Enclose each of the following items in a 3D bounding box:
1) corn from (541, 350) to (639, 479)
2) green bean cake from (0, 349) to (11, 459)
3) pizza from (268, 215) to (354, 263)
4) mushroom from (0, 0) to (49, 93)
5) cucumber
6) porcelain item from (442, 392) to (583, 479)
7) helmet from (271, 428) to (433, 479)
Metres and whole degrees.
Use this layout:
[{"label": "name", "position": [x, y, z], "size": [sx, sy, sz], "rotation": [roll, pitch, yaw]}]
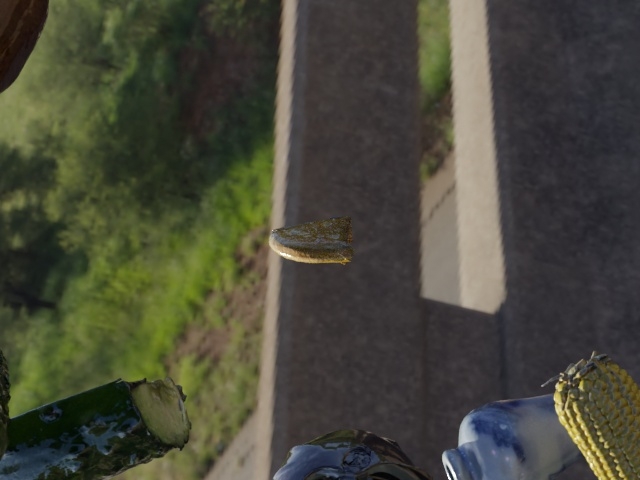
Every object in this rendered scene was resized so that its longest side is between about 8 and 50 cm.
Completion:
[{"label": "corn", "position": [0.389, 0.282, 1.408], "size": [0.305, 0.106, 0.106], "rotation": [60, 147, 8]}, {"label": "green bean cake", "position": [-0.484, 0.156, 1.123], "size": [0.218, 0.319, 0.335], "rotation": [-60, 22, 2]}, {"label": "pizza", "position": [0.000, 0.000, 1.753], "size": [0.178, 0.131, 0.041], "rotation": [2, 113, 34]}, {"label": "mushroom", "position": [-0.551, -0.358, 1.635], "size": [0.259, 0.345, 0.345], "rotation": [-127, 54, -69]}, {"label": "cucumber", "position": [-0.327, 0.257, 1.399], "size": [0.145, 0.325, 0.105], "rotation": [25, -132, -72]}, {"label": "porcelain item", "position": [0.297, 0.277, 1.606], "size": [0.141, 0.259, 0.141], "rotation": [160, 90, -82]}, {"label": "helmet", "position": [0.054, 0.419, 1.950], "size": [0.177, 0.305, 0.225], "rotation": [-101, -3, -60]}]
